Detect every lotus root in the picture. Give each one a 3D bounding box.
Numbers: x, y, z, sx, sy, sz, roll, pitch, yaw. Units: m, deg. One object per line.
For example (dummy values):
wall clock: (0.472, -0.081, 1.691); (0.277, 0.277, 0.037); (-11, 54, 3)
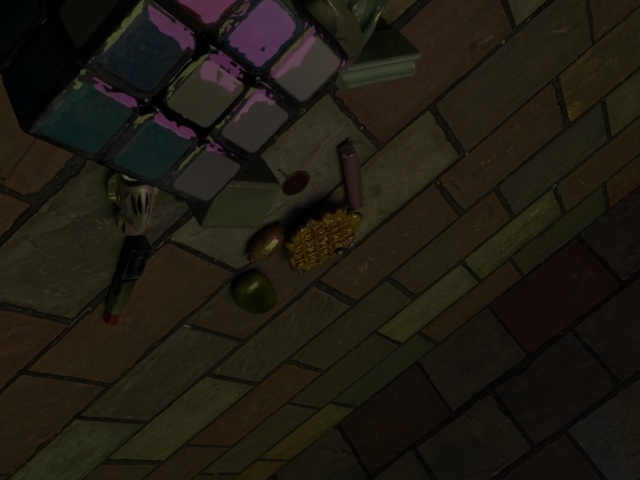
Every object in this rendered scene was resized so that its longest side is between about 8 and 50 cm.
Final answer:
lotus root: (-0.152, 0.014, 1.707); (0.150, 0.062, 0.073); (-45, 147, 14)

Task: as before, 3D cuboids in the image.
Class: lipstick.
lipstick: (-0.490, 0.115, 1.540); (0.051, 0.051, 0.312); (-5, 139, -41)

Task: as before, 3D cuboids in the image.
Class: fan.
fan: (-0.075, -0.156, 1.606); (0.085, 0.005, 0.133); (-40, 149, 11)

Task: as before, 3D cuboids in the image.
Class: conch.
conch: (0.052, -0.465, 1.195); (0.185, 0.121, 0.221); (-22, 152, -10)

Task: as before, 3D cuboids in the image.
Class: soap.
soap: (0.101, -0.394, 1.339); (0.198, 0.119, 0.066); (-18, 143, -25)

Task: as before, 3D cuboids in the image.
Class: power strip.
power strip: (-0.227, -0.119, 1.387); (0.224, 0.140, 0.139); (0, 135, -42)

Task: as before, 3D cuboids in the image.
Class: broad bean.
broad bean: (-0.197, 0.158, 1.856); (0.124, 0.082, 0.174); (-36, 139, 2)

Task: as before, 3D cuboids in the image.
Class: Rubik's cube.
Rubik's cube: (-0.235, -0.311, 0.911); (0.362, 0.359, 0.363); (-43, 147, 10)

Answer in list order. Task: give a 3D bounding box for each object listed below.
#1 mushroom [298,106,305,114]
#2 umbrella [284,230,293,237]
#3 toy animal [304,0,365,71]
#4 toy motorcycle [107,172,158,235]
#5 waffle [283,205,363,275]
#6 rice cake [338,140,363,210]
mushroom: (-0.060, -0.299, 1.353); (0.085, 0.079, 0.085); (-26, 151, -16)
umbrella: (-0.049, -0.011, 1.808); (0.165, 0.025, 0.027); (5, 115, -50)
toy animal: (-0.065, -0.338, 1.130); (0.282, 0.140, 0.138); (-13, 174, 23)
toy motorcycle: (-0.384, -0.092, 1.297); (0.112, 0.112, 0.254); (-14, 149, -30)
waffle: (-0.001, -0.003, 1.782); (0.262, 0.060, 0.280); (4, 138, -47)
rice cake: (0.087, -0.172, 1.694); (0.055, 0.049, 0.270); (-17, 148, -3)
